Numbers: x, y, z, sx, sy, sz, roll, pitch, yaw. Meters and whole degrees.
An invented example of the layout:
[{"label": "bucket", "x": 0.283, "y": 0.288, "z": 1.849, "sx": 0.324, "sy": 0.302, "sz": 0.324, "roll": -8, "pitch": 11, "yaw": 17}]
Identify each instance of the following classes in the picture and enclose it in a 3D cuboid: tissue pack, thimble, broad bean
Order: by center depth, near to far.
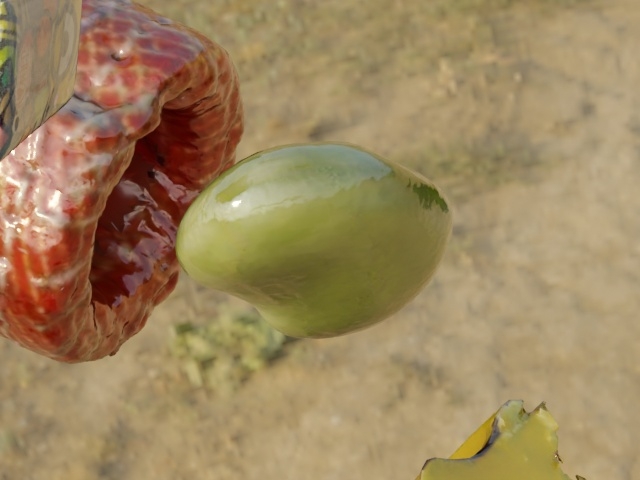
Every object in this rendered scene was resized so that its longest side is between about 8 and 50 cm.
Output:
[{"label": "tissue pack", "x": -0.197, "y": -0.120, "z": 1.199, "sx": 0.060, "sy": 0.109, "sz": 0.148, "roll": 9, "pitch": 21, "yaw": 8}, {"label": "broad bean", "x": 0.000, "y": 0.000, "z": 1.338, "sx": 0.189, "sy": 0.121, "sz": 0.263, "roll": -13, "pitch": -9, "yaw": 11}, {"label": "thimble", "x": -0.240, "y": -0.064, "z": 1.730, "sx": 0.230, "sy": 0.350, "sz": 0.350, "roll": 27, "pitch": 49, "yaw": 14}]

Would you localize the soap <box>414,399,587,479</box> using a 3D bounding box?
[{"label": "soap", "x": 0.090, "y": 0.250, "z": 1.133, "sx": 0.096, "sy": 0.324, "sz": 0.204, "roll": -31, "pitch": 75, "yaw": -33}]
